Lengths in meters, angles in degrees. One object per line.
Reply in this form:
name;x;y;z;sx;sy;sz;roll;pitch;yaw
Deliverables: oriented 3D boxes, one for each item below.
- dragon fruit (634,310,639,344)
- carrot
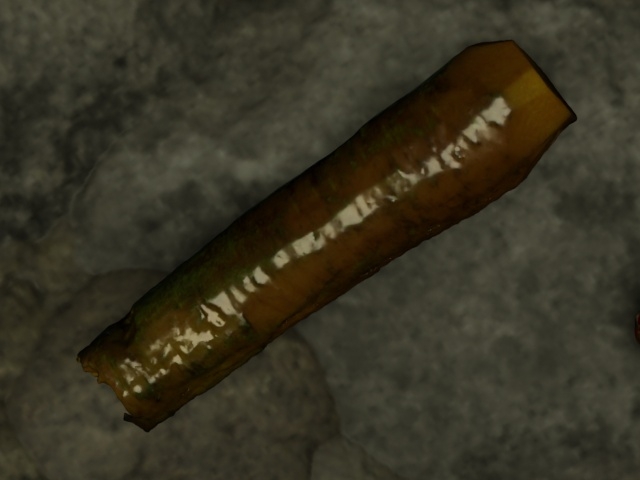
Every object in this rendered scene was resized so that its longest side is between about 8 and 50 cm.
dragon fruit;0.239;0.022;0.782;0.190;0.094;0.094;-16;97;2
carrot;0.000;0.000;0.802;0.260;0.070;0.070;-36;95;9
